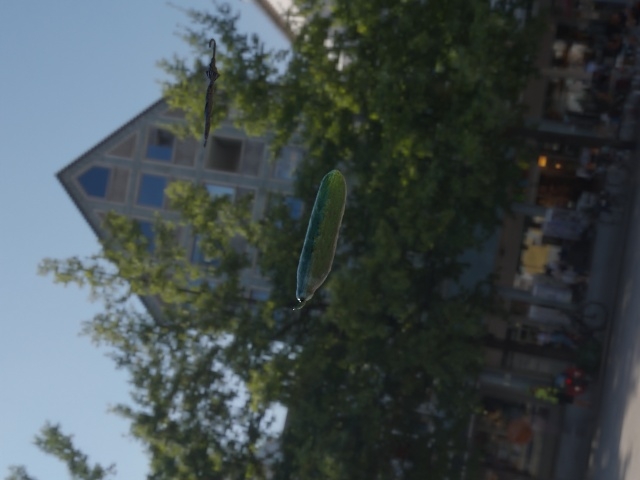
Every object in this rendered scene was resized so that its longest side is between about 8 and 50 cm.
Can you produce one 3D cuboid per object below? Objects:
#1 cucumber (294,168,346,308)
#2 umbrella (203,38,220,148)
[{"bbox_3d":[0.000,0.000,0.962,0.037,0.037,0.155,3,-77,-76],"label":"cucumber"},{"bbox_3d":[-0.150,-0.200,1.235,0.022,0.022,0.148,-31,-51,-68],"label":"umbrella"}]
